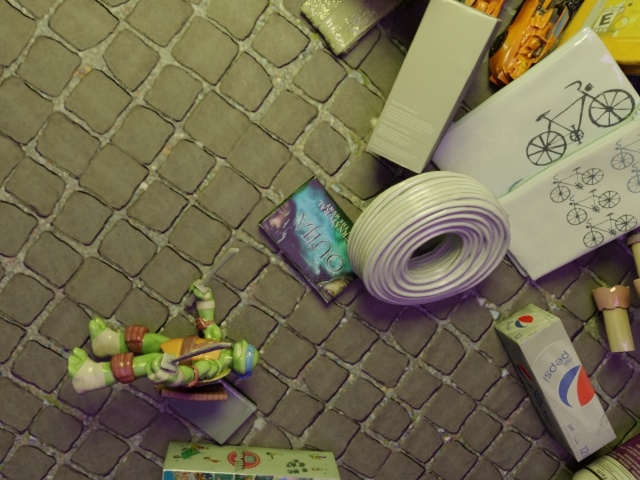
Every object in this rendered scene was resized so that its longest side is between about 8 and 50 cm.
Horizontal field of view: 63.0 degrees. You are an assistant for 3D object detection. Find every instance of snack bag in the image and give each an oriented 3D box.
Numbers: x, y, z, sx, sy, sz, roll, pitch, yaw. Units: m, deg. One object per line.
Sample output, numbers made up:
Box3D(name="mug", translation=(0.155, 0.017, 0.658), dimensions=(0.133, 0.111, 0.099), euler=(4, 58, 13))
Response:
Box3D(name="snack bag", translation=(0.391, -0.124, 0.862), dimensions=(0.323, 0.037, 0.342), euler=(-34, 106, 30))

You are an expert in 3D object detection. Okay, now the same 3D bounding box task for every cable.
Box3D(name="cable", translation=(0.176, 0.007, 0.848), dimensions=(0.257, 0.089, 0.257), euler=(-39, 135, 19))

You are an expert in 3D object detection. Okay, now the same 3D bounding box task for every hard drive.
Box3D(name="hard drive", translation=(-0.193, 0.285, 0.924), dimensions=(0.135, 0.022, 0.094), euler=(44, 91, -14))

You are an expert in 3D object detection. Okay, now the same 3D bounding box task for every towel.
Box3D(name="towel", translation=(0.050, -0.383, 0.838), dimensions=(0.148, 0.027, 0.110), euler=(-42, 103, 0))

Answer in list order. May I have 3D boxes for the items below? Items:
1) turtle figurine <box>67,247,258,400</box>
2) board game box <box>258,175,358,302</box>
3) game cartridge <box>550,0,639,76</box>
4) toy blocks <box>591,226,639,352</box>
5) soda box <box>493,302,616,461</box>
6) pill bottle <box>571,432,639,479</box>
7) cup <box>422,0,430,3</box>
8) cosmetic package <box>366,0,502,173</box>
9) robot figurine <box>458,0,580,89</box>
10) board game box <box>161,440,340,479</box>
Box3D(name="turtle figurine", translation=(-0.237, 0.135, 0.802), dimensions=(0.266, 0.274, 0.198), euler=(-5, 58, -1))
Box3D(name="board game box", translation=(0.000, 0.000, 0.902), dimensions=(0.126, 0.026, 0.186), euler=(-41, 104, -1))
Box3D(name="game cartridge", translation=(0.542, -0.400, 0.787), dimensions=(0.053, 0.285, 0.323), euler=(26, 95, -30))
Box3D(name="toy blocks", translation=(0.676, 0.047, 0.895), dimensions=(0.288, 0.309, 0.260), euler=(-1, 75, -7))
Box3D(name="soda box", translation=(0.444, 0.268, 0.990), dimensions=(0.091, 0.098, 0.286), euler=(-31, 103, -3))
Box3D(name="pill bottle", translation=(0.632, 0.495, 1.020), dimensions=(0.323, 0.181, 0.181), euler=(-30, 104, -3))
Box3D(name="cup", translation=(0.088, -0.518, 0.700), dimensions=(0.237, 0.331, 0.331), euler=(19, 97, 12))
Box3D(name="cosmetic package", translation=(0.170, -0.234, 0.787), dimensions=(0.107, 0.127, 0.238), euler=(26, 116, 11))
Box3D(name="robot figurine", translation=(0.333, -0.408, 0.851), dimensions=(0.211, 0.085, 0.291), euler=(27, 95, -14))
Box3D(name="board game box", translation=(-0.135, 0.492, 0.936), dimensions=(0.303, 0.097, 0.224), euler=(7, 99, -10))
